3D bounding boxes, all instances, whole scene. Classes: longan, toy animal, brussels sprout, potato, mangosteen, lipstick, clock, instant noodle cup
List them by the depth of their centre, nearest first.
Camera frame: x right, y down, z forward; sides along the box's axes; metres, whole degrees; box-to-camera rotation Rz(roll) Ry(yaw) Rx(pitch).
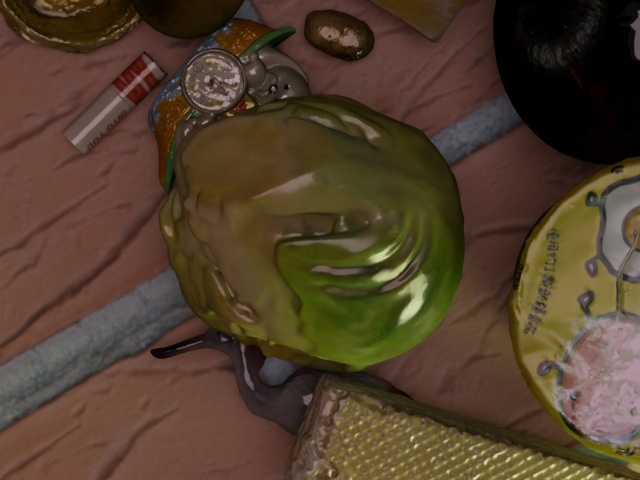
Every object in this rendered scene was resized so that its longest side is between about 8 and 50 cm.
[{"bbox_3d":[0.000,0.000,1.801,0.344,0.268,0.344,-17,133,-20],"label":"brussels sprout"},{"bbox_3d":[-0.150,-0.296,1.843,0.145,0.176,0.154,-39,84,28],"label":"longan"},{"bbox_3d":[0.336,-0.219,1.848,0.300,0.300,0.300,0,93,-3],"label":"mangosteen"},{"bbox_3d":[0.347,0.061,1.857,0.326,0.254,0.325,0,95,-2],"label":"instant noodle cup"},{"bbox_3d":[-0.099,-0.144,1.908,0.144,0.103,0.231,41,89,4],"label":"clock"},{"bbox_3d":[-0.013,0.186,1.932,0.195,0.090,0.324,-40,96,0],"label":"toy animal"},{"bbox_3d":[-0.231,-0.154,1.932,0.131,0.038,0.038,-45,94,1],"label":"lipstick"},{"bbox_3d":[0.021,-0.232,1.939,0.083,0.040,0.051,21,79,-4],"label":"potato"}]

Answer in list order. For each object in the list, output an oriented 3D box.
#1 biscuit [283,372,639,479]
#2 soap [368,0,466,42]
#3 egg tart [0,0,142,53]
[{"bbox_3d":[0.169,0.271,1.904,0.426,0.078,0.144,20,94,-17],"label":"biscuit"},{"bbox_3d":[0.047,-0.372,1.859,0.315,0.091,0.199,32,132,-5],"label":"soap"},{"bbox_3d":[-0.276,-0.299,1.909,0.191,0.074,0.191,0,91,-4],"label":"egg tart"}]
